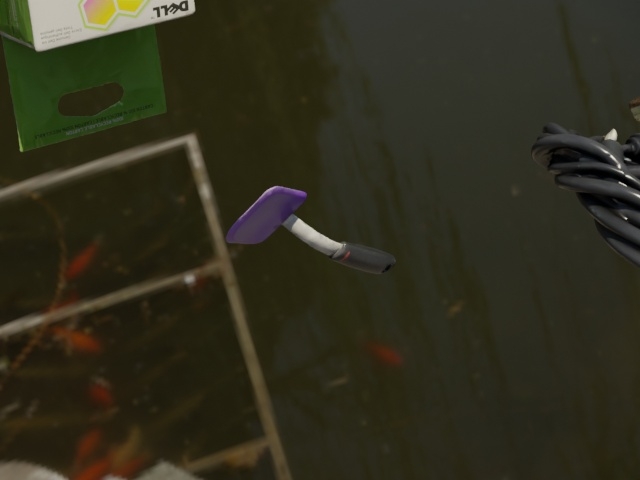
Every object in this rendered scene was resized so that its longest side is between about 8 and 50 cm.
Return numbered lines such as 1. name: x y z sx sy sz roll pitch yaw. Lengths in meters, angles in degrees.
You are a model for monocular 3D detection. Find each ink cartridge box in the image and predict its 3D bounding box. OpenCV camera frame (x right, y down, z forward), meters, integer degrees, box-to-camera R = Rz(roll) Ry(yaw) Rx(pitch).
1. ink cartridge box: -0.229 -0.224 1.546 0.188 0.255 0.097 -20 27 -30

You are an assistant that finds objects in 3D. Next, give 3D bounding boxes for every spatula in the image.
1. spatula: 0.000 0.000 1.607 0.084 0.296 0.030 -44 56 16

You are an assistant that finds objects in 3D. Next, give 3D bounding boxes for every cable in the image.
1. cable: 0.178 -0.002 0.688 0.047 0.150 0.184 -54 42 19

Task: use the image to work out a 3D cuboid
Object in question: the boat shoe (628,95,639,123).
1. boat shoe: 0.363 -0.118 1.401 0.068 0.072 0.190 -27 6 -13
